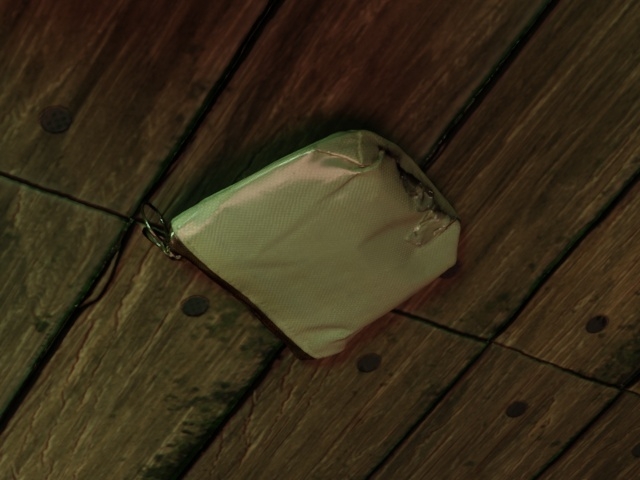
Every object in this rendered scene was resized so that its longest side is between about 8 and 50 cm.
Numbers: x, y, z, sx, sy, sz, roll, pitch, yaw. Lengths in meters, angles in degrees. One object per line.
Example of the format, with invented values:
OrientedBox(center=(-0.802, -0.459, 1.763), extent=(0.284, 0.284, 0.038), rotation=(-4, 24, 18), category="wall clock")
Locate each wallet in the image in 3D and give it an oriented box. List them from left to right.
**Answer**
OrientedBox(center=(0.000, 0.003, 1.320), extent=(0.275, 0.068, 0.335), rotation=(-30, 138, 14), category="wallet")
